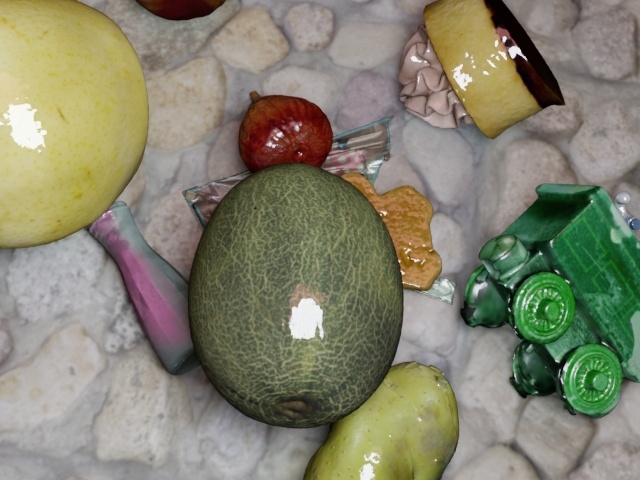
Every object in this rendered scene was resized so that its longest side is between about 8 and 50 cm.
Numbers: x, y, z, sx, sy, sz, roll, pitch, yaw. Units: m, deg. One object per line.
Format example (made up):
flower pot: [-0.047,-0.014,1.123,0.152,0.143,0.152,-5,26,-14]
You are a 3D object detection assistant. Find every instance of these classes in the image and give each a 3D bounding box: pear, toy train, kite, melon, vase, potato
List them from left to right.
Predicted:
pear: [-0.338,-0.140,1.377,0.309,0.309,0.309,3,71,-8]
vase: [-0.199,0.051,1.448,0.086,0.086,0.214,-32,75,-18]
melon: [-0.025,0.055,1.337,0.237,0.237,0.302,6,51,-8]
kite: [0.000,0.000,1.530,0.368,0.014,0.406,20,70,-2]
potato: [0.066,0.253,1.375,0.143,0.169,0.248,22,61,21]
toy train: [0.297,0.080,1.456,0.202,0.145,0.266,-42,108,-14]

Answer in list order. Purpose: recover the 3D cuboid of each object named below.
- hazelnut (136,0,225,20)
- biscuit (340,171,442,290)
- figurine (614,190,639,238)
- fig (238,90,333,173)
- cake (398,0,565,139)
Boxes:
hazelnut: [-0.169,-0.382,1.570,0.170,0.160,0.202,42,32,-7]
biscuit: [0.025,0.008,1.505,0.248,0.035,0.184,-8,75,-11]
figurine: [0.379,-0.011,1.558,0.082,0.086,0.094,-30,79,-19]
fig: [-0.044,-0.146,1.515,0.119,0.119,0.153,2,59,-9]
cake: [0.186,-0.208,1.554,0.178,0.185,0.208,-37,81,18]
